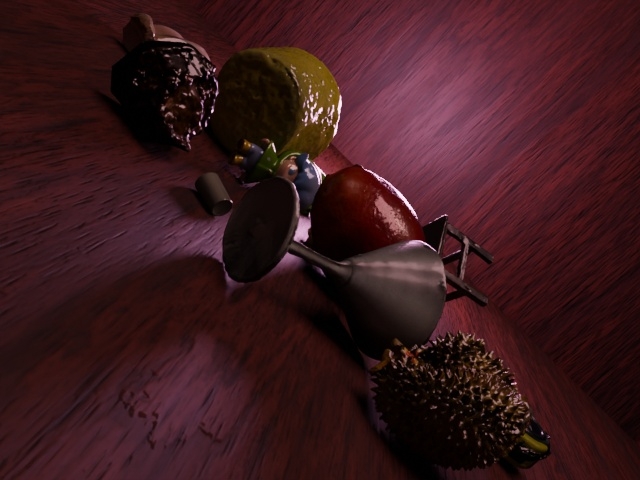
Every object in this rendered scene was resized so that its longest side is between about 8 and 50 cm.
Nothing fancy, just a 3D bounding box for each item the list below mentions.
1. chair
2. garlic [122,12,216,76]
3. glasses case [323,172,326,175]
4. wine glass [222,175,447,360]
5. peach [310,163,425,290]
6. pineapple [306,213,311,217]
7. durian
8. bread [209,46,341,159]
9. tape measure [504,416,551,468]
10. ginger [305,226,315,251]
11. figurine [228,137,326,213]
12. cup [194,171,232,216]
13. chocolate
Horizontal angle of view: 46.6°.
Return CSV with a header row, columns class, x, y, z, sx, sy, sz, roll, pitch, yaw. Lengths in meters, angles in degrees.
class,x,y,z,sx,sy,sz,roll,pitch,yaw
chair,0.267,0.034,2.130,0.416,0.241,0.203,40,48,-24
garlic,-0.402,-0.500,2.099,0.325,0.132,0.279,17,38,-55
glasses case,0.074,-0.088,2.356,0.272,0.062,0.095,49,-20,17
wine glass,0.022,0.051,1.439,0.406,0.267,0.267,28,20,-37
peach,0.103,-0.019,1.795,0.281,0.281,0.338,24,43,-59
pineapple,-0.047,-0.114,2.135,0.074,0.074,0.159,53,7,32
durian,0.236,0.300,1.359,0.293,0.258,0.258,24,22,-34
bread,-0.136,-0.367,2.075,0.348,0.348,0.308,46,22,5
tape measure,0.460,0.467,1.794,0.186,0.112,0.199,37,19,-5
ginger,0.006,0.006,1.926,0.096,0.067,0.165,44,26,-10
figurine,-0.108,-0.172,1.919,0.263,0.162,0.143,29,4,-22
cup,-0.222,-0.088,1.543,0.054,0.075,0.083,-11,52,-30
chocolate,-0.305,-0.280,1.555,0.224,0.206,0.177,39,23,-48
